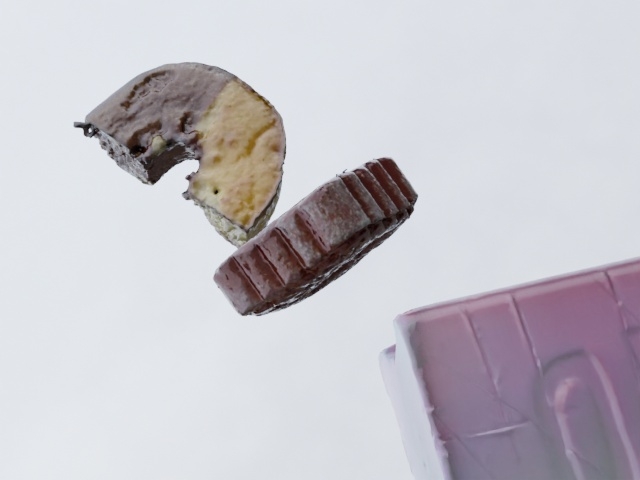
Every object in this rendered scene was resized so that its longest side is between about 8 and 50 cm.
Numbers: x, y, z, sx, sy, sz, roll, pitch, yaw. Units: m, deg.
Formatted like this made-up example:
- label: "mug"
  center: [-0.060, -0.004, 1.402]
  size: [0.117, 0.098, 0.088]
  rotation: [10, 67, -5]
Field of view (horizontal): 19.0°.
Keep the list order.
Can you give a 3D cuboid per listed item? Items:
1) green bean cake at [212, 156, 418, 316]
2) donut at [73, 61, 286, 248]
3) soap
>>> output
- label: "green bean cake"
  center: [0.000, 0.000, 1.438]
  size: [0.135, 0.056, 0.135]
  rotation: [-41, -7, 28]
- label: "donut"
  center: [-0.109, -0.084, 1.861]
  size: [0.141, 0.217, 0.085]
  rotation: [-46, -26, -13]
- label: "soap"
  center: [0.216, 0.109, 1.165]
  size: [0.323, 0.193, 0.109]
  rotation: [-11, -19, -12]
